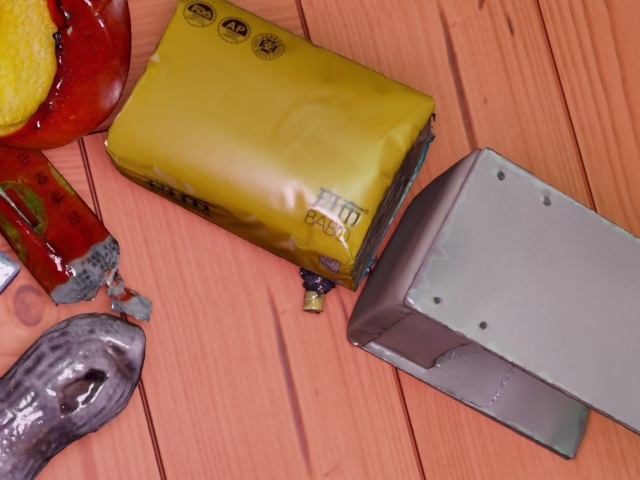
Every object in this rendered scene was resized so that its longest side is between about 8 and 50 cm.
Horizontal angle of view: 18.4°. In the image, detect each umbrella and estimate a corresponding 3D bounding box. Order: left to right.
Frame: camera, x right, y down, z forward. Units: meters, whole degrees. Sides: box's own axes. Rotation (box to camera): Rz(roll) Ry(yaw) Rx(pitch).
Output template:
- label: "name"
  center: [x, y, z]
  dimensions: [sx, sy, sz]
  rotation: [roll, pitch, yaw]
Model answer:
- label: "umbrella"
  center: [0.000, 0.000, 1.950]
  dimensions: [0.037, 0.040, 0.144]
  rotation: [3, 77, 8]

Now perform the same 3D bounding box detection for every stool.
- label: "stool"
  center: [0.192, 0.067, 1.875]
  dimensions: [0.269, 0.243, 0.170]
  rotation: [29, 75, -6]

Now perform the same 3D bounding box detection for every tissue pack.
- label: "tissue pack"
  center: [-0.045, -0.098, 1.887]
  dimensions: [0.270, 0.134, 0.192]
  rotation: [25, 76, 7]

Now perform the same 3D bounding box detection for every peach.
- label: "peach"
  center: [-0.271, -0.187, 1.832]
  dimensions: [0.189, 0.196, 0.226]
  rotation: [8, 40, 2]

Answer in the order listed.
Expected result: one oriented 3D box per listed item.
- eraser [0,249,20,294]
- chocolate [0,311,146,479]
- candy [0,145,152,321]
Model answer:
- label: "eraser"
  center: [-0.380, 0.078, 1.850]
  dimensions: [0.092, 0.046, 0.212]
  rotation: [39, 74, -4]
- label: "chocolate"
  center: [-0.265, 0.157, 1.833]
  dimensions: [0.248, 0.110, 0.110]
  rotation: [-37, 89, -15]
- label: "candy"
  center: [-0.268, -0.025, 1.881]
  dimensions: [0.292, 0.059, 0.086]
  rotation: [49, 53, 0]
